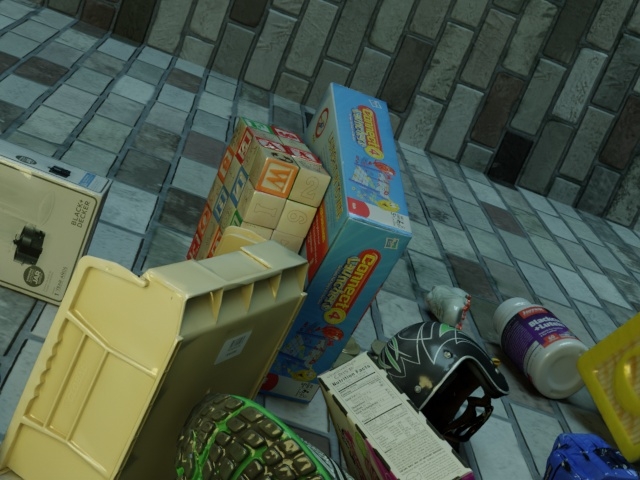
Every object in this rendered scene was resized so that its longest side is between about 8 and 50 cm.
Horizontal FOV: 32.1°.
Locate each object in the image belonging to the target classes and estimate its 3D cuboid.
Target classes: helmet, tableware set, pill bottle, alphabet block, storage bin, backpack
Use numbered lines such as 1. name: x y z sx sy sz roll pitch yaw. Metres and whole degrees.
1. helmet: 0.147 0.186 1.465 0.161 0.169 0.169 34 12 -19
2. tableware set: 0.071 0.178 1.636 0.141 0.020 0.169 18 18 -7
3. pill bottle: 0.366 0.173 1.871 0.108 0.108 0.193 15 18 -24
4. alphabet block: 0.556 0.220 1.729 0.197 0.193 0.192 9 46 -41
5. storage bin: -0.156 0.121 1.112 0.123 0.260 0.262 32 19 19
6. backpack: 0.342 0.305 1.452 0.101 0.098 0.120 12 20 -21

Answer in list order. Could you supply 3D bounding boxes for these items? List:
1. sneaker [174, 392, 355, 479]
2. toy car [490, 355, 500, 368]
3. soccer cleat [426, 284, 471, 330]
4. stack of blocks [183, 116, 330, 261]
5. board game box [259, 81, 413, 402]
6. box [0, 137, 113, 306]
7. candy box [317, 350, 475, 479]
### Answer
1. sneaker: 0.002 0.277 1.046 0.343 0.134 0.146 44 9 7
2. toy car: 0.233 0.177 1.808 0.122 0.041 0.060 18 17 -12
3. soccer cleat: 0.219 0.117 1.948 0.076 0.068 0.196 19 9 6
4. stack of blocks: -0.101 0.009 1.452 0.087 0.297 0.171 16 18 -23
5. board game box: 0.000 0.000 1.471 0.086 0.302 0.308 18 36 -17
6. box: -0.434 -0.047 1.432 0.290 0.169 0.087 19 17 -7
7. candy box: 0.089 0.247 1.195 0.071 0.159 0.233 -25 34 -12
